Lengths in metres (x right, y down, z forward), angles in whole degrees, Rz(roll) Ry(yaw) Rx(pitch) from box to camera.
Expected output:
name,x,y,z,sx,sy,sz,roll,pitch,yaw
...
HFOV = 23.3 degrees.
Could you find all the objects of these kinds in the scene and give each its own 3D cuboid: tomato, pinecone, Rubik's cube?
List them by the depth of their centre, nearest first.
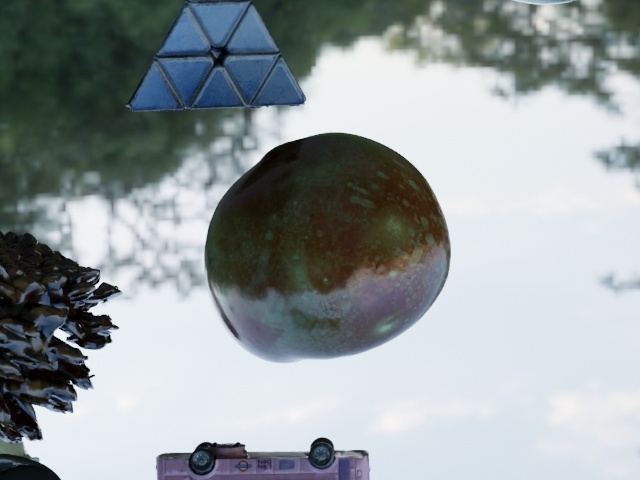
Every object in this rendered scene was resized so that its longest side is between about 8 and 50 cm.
name,x,y,z,sx,sy,sz,roll,pitch,yaw
pinecone,-0.299,0.090,1.398,0.221,0.222,0.221,-2,-168,0
tomato,0.000,0.000,1.660,0.270,0.223,0.270,-20,-167,5
Rubik's cube,-0.140,-0.241,1.763,0.211,0.178,0.190,34,-131,28

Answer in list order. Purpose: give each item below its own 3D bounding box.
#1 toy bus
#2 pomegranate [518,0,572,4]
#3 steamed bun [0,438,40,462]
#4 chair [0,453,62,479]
name,x,y,z,sx,sy,sz,roll,pitch,yaw
toy bus,-0.054,0.234,1.467,0.203,0.090,0.063,0,179,1
pomegranate,0.202,-0.352,1.420,0.254,0.271,0.254,-19,180,0
steamed bun,-0.545,0.381,2.311,0.233,0.334,0.312,10,178,-26
chair,-0.272,0.274,1.451,0.095,0.104,0.221,-6,151,-5
